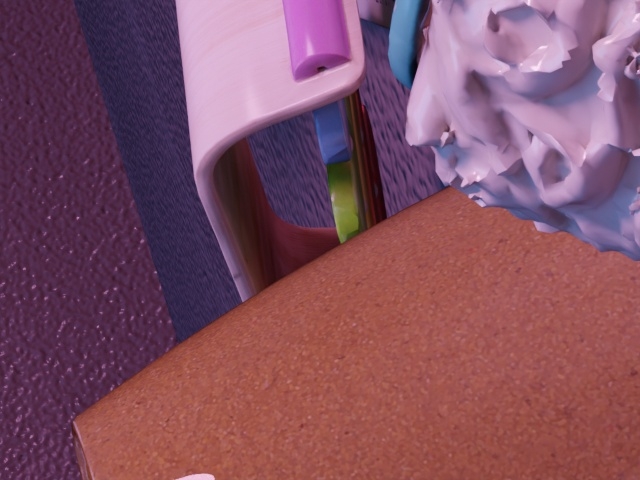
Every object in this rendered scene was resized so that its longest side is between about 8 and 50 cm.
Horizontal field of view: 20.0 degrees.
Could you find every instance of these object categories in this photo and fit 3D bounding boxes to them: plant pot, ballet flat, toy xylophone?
[{"bbox_3d":[0.051,0.087,0.638,0.237,0.254,0.237,164,90,-79],"label":"plant pot"},{"bbox_3d":[0.121,-0.160,0.287,0.147,0.147,0.409,-117,31,-47],"label":"ballet flat"},{"bbox_3d":[0.000,0.000,0.842,0.323,0.081,0.236,70,-169,-66],"label":"toy xylophone"}]

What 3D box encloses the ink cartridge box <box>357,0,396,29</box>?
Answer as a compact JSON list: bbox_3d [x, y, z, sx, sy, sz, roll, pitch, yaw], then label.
[{"bbox_3d":[0.005,-0.272,0.880,0.330,0.071,0.324,-135,31,-73],"label":"ink cartridge box"}]
